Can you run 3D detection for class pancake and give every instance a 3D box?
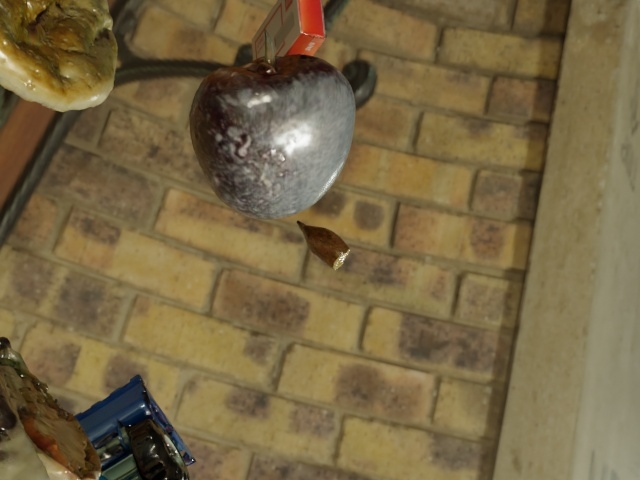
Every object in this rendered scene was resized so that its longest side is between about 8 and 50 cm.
[{"bbox_3d":[-0.409,-0.356,1.280,0.082,0.387,0.387,-21,146,22],"label":"pancake"}]

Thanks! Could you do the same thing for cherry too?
[{"bbox_3d":[-0.072,-0.172,1.386,0.255,0.296,0.218,-18,-145,-26],"label":"cherry"}]

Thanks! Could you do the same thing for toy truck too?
[{"bbox_3d":[-0.170,0.241,0.848,0.208,0.113,0.126,56,175,43],"label":"toy truck"}]

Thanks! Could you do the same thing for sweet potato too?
[{"bbox_3d":[0.000,0.000,1.408,0.117,0.049,0.049,40,176,33],"label":"sweet potato"}]

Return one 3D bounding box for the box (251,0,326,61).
[{"bbox_3d":[-0.061,-0.350,1.574,0.050,0.123,0.229,4,160,-24],"label":"box"}]

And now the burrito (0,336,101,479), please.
[{"bbox_3d":[-0.224,0.175,0.513,0.175,0.348,0.107,-12,120,32],"label":"burrito"}]
